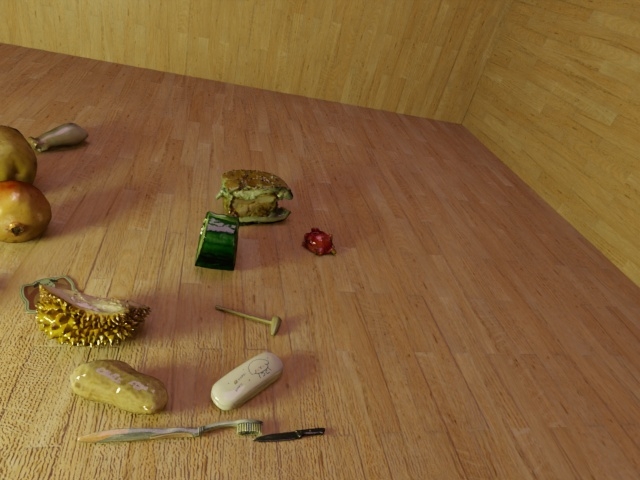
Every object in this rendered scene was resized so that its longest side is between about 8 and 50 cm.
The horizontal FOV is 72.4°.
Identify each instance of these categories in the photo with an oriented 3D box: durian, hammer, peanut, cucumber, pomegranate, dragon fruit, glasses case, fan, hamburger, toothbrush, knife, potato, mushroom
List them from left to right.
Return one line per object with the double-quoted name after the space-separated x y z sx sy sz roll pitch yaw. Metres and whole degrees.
-1.041 -0.229 1.395 0.242 0.243 0.285 29 29 19 "potato"
-0.889 -0.079 1.265 0.191 0.191 0.191 11 34 -7 "pomegranate"
-0.692 0.165 1.139 0.131 0.009 0.220 -17 45 -38 "fan"
-1.049 -0.410 1.758 0.116 0.093 0.225 12 40 22 "mushroom"
-0.545 0.192 1.059 0.249 0.183 0.138 8 71 -16 "durian"
-0.434 0.317 0.953 0.213 0.100 0.100 18 34 7 "peanut"
-0.307 0.407 0.930 0.374 0.028 0.037 4 40 -17 "toothbrush"
-0.322 0.006 1.369 0.130 0.191 0.191 5 35 -12 "cucumber"
-0.211 0.224 1.243 0.195 0.028 0.060 15 40 4 "hammer"
-0.174 0.338 1.063 0.076 0.050 0.197 36 39 28 "glasses case"
-0.259 -0.172 1.654 0.287 0.168 0.192 -6 41 -28 "hamburger"
-0.069 0.443 0.993 0.170 0.010 0.023 1 30 -18 "knife"
-0.005 -0.002 1.605 0.112 0.068 0.126 -9 40 -32 "dragon fruit"
